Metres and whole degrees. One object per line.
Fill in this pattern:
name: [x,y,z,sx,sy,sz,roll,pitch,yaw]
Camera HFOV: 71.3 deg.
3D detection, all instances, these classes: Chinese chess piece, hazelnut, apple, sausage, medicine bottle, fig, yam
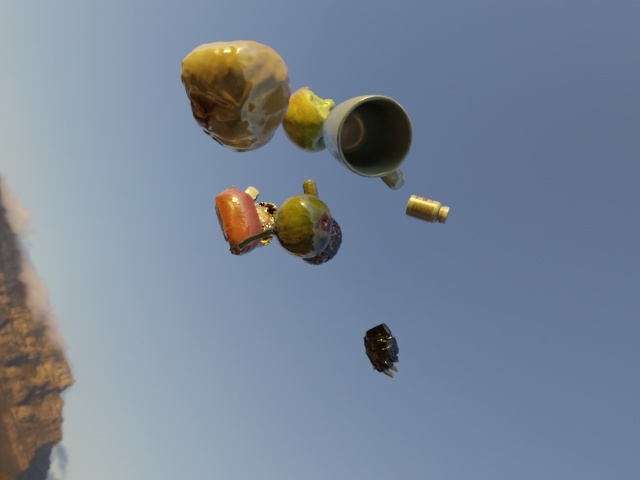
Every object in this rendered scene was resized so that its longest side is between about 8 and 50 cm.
Chinese chess piece: [-0.294,-0.157,1.775,0.051,0.122,0.122,36,-46,-5]
hazelnut: [-0.193,-0.353,1.058,0.241,0.261,0.261,-101,-167,-68]
apple: [-0.033,-0.485,1.818,0.226,0.246,0.246,56,-43,33]
sausage: [-0.280,-0.069,1.531,0.148,0.148,0.254,-41,-114,46]
medicine bottle: [0.378,-0.105,1.573,0.140,0.079,0.079,18,-62,18]
fig: [-0.090,-0.021,1.054,0.245,0.149,0.149,-13,-87,29]
yam: [-0.027,-0.127,1.304,0.043,0.043,0.094,-25,-112,49]

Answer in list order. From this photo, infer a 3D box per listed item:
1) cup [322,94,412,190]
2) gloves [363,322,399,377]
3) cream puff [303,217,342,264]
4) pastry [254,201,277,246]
cup: [0.119,-0.241,1.142,0.258,0.186,0.234,53,-2,-22]
gloves: [0.253,0.454,1.800,0.164,0.124,0.203,-39,-115,37]
cream puff: [0.000,0.000,1.992,0.165,0.239,0.239,21,-62,29]
pastry: [-0.328,-0.064,2.116,0.170,0.237,0.256,99,-5,-50]
